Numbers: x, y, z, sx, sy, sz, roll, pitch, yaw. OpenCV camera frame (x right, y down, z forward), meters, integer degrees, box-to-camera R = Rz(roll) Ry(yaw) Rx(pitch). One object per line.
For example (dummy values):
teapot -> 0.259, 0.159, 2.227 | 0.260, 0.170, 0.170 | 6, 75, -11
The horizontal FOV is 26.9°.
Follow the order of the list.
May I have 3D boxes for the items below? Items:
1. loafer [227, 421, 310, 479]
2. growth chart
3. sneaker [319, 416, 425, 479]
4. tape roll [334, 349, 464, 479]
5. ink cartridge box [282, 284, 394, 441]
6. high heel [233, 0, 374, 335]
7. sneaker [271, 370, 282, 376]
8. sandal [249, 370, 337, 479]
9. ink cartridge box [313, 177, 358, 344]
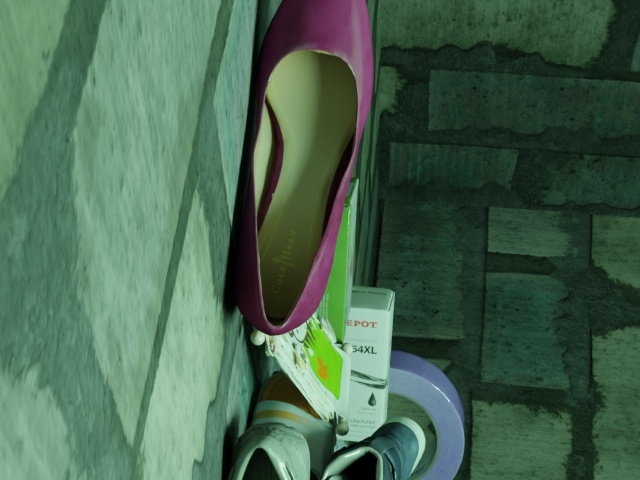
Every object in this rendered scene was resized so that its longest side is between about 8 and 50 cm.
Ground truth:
loafer -> -0.059, 0.352, 1.395 | 0.111, 0.112, 0.319 | -6, 93, -80
growth chart -> -0.019, 0.114, 1.539 | 0.237, 0.021, 0.172 | 53, 26, -41
sneaker -> 0.033, 0.316, 1.516 | 0.226, 0.086, 0.163 | -69, 165, 13
tape roll -> 0.116, 0.334, 2.350 | 0.090, 0.275, 0.274 | -68, 162, -71
ink cartridge box -> 0.022, 0.169, 1.867 | 0.086, 0.148, 0.203 | -66, 159, -70
high heel -> -0.009, -0.094, 1.332 | 0.181, 0.127, 0.377 | -114, -149, -78
sneaker -> -0.037, 0.212, 1.685 | 0.188, 0.067, 0.078 | 74, 27, -68
sandal -> -0.040, 0.267, 1.516 | 0.076, 0.102, 0.265 | 90, 8, -64
ink cartridge box -> 0.000, 0.000, 1.758 | 0.255, 0.097, 0.188 | -69, 163, -70
